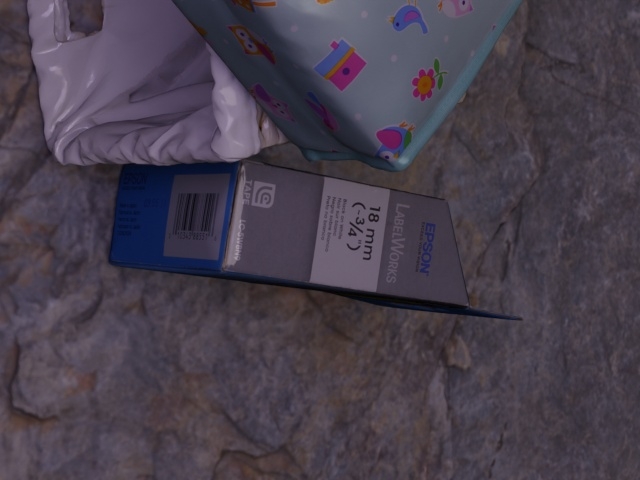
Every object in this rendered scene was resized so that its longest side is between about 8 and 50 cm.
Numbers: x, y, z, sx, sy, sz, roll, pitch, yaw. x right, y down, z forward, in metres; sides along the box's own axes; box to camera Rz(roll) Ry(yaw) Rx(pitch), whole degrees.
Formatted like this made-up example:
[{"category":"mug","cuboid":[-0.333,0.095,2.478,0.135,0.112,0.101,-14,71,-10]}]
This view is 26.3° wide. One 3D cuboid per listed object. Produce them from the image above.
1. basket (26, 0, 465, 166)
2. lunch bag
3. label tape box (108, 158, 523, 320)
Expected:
[{"category":"basket","cuboid":[-0.082,-0.243,1.211,0.266,0.331,0.328,-12,100,-36]},{"category":"lunch bag","cuboid":[0.036,-0.218,0.999,0.262,0.160,0.223,-53,122,-17]},{"category":"label tape box","cuboid":[0.000,0.000,1.322,0.334,0.241,0.105,10,86,-33]}]
